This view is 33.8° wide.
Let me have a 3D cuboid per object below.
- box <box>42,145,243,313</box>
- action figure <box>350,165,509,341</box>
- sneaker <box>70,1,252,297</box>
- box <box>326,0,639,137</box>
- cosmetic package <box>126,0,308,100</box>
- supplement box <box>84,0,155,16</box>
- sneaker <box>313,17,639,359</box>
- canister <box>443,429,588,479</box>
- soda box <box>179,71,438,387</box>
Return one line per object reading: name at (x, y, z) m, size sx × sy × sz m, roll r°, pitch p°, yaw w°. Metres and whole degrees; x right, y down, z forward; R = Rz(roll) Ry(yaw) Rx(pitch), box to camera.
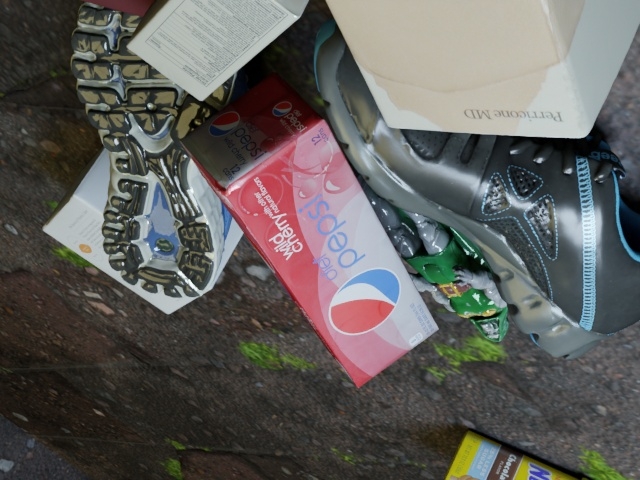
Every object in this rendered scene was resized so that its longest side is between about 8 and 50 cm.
box at (-0.188, -0.015, 1.124) m, size 0.170 × 0.091 × 0.130 m, roll 37°, pitch 151°, yaw -15°
action figure at (0.108, 0.017, 0.953) m, size 0.137 × 0.063 × 0.232 m, roll -7°, pitch 138°, yaw 46°
sneaker at (-0.117, -0.117, 0.860) m, size 0.130 × 0.147 × 0.330 m, roll 12°, pitch 129°, yaw 4°
box at (0.064, -0.206, 0.564) m, size 0.148 × 0.121 × 0.311 m, roll 7°, pitch 144°, yaw 36°
cosmetic package at (-0.058, -0.133, 0.607) m, size 0.060 × 0.041 × 0.115 m, roll 36°, pitch 146°, yaw -21°
supplement box at (-0.136, -0.258, 0.648) m, size 0.194 × 0.129 × 0.191 m, roll 18°, pitch 149°, yaw 19°
sneaker at (0.139, -0.058, 0.777) m, size 0.341 × 0.125 × 0.140 m, roll 40°, pitch 127°, yaw -23°
canister at (0.229, 0.314, 1.255) m, size 0.170 × 0.126 × 0.073 m, roll 22°, pitch 151°, yaw 15°
soda box at (0.000, 0.000, 0.830) m, size 0.083 × 0.092 × 0.263 m, roll 50°, pitch 175°, yaw 46°
